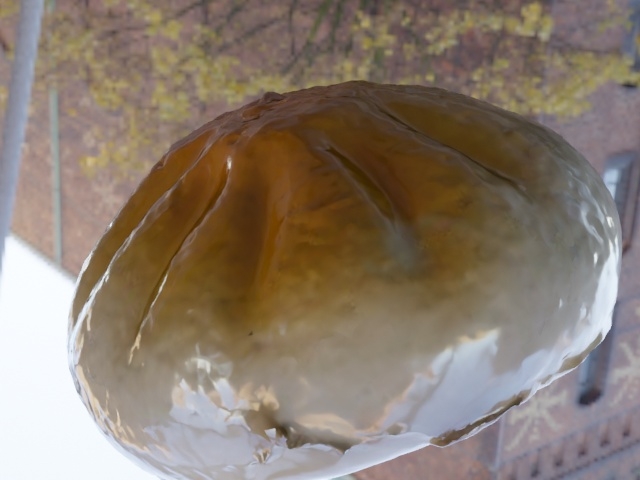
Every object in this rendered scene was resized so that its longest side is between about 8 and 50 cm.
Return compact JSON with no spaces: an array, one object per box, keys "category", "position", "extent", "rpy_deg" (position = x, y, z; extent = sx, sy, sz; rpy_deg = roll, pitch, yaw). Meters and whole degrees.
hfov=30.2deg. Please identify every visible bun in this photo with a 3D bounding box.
[{"category":"bun","position":[0.000,0.000,0.621],"extent":[0.298,0.165,0.299],"rpy_deg":[-21,-167,5]}]
